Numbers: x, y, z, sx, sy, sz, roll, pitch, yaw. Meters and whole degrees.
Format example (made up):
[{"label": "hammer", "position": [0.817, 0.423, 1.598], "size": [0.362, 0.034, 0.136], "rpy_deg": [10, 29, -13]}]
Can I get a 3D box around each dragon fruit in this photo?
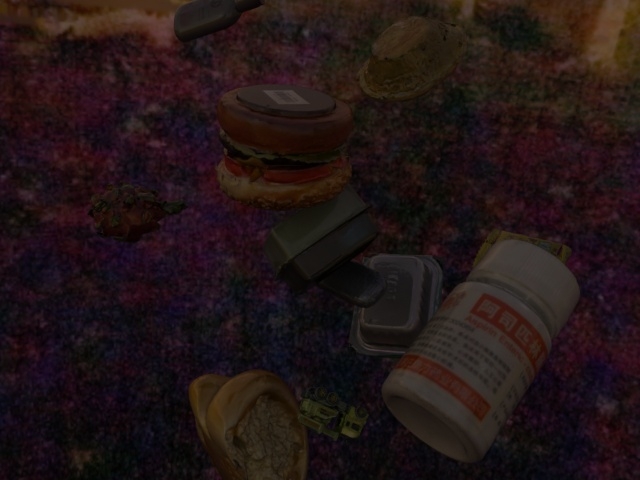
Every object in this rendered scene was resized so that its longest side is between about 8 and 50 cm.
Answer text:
[{"label": "dragon fruit", "position": [-0.430, -0.071, 1.534], "size": [0.235, 0.135, 0.137], "rpy_deg": [-19, 37, -37]}]

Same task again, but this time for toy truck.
[{"label": "toy truck", "position": [0.024, 0.420, 1.552], "size": [0.168, 0.100, 0.077], "rpy_deg": [29, -21, -15]}]

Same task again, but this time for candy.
[{"label": "candy", "position": [0.658, 0.057, 2.132], "size": [0.297, 0.081, 0.187], "rpy_deg": [16, 63, 38]}]

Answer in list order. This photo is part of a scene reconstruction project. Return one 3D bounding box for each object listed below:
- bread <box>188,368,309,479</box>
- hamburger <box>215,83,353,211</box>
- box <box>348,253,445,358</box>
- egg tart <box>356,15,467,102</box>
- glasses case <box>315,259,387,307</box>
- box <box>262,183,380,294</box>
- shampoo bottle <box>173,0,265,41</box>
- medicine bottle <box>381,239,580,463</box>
[{"label": "bread", "position": [-0.188, 0.542, 1.681], "size": [0.245, 0.424, 0.329], "rpy_deg": [-11, 26, 16]}, {"label": "hamburger", "position": [-0.084, -0.214, 1.520], "size": [0.329, 0.250, 0.330], "rpy_deg": [6, 28, -3]}, {"label": "box", "position": [0.217, 0.171, 1.897], "size": [0.264, 0.106, 0.337], "rpy_deg": [1, 63, 18]}, {"label": "egg tart", "position": [0.252, -0.536, 1.858], "size": [0.341, 0.132, 0.342], "rpy_deg": [-21, 42, 20]}, {"label": "glasses case", "position": [0.058, 0.098, 1.758], "size": [0.282, 0.067, 0.109], "rpy_deg": [21, 63, 42]}, {"label": "box", "position": [0.000, 0.000, 1.660], "size": [0.290, 0.220, 0.166], "rpy_deg": [-34, 82, -19]}, {"label": "shampoo bottle", "position": [-0.176, -0.398, 1.123], "size": [0.165, 0.040, 0.080], "rpy_deg": [-12, 61, 20]}, {"label": "medicine bottle", "position": [0.294, 0.191, 1.171], "size": [0.211, 0.211, 0.371], "rpy_deg": [26, 63, 35]}]
